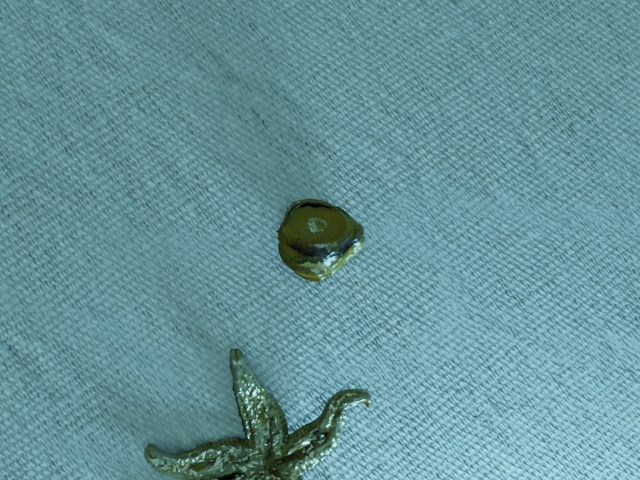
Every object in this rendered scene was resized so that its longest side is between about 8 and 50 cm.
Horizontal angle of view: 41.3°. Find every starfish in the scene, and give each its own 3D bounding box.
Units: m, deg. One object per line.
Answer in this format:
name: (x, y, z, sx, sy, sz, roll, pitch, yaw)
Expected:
starfish: (-0.081, 0.336, 1.255, 0.375, 0.094, 0.327, -42, 81, -1)

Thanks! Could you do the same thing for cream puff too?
cream puff: (0.000, 0.000, 1.286, 0.133, 0.104, 0.119, -12, 49, -16)
